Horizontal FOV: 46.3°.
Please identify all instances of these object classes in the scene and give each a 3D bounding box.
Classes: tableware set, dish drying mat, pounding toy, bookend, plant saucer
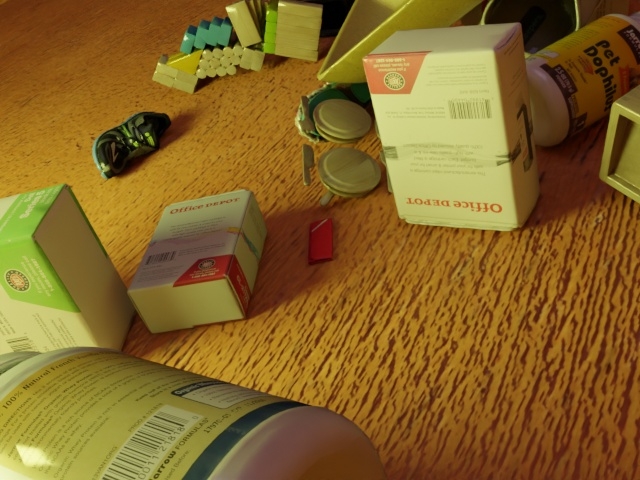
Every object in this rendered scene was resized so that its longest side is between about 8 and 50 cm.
[{"bbox_3d":[0.034,-0.127,1.054,0.128,0.039,0.194,4,48,-9],"label":"tableware set"},{"bbox_3d":[0.000,0.000,0.947,0.032,0.008,0.083,-12,35,10],"label":"dish drying mat"},{"bbox_3d":[0.374,-0.097,0.806,0.100,0.141,0.130,-32,51,-18],"label":"pounding toy"},{"bbox_3d":[-0.003,-0.496,1.504,0.156,0.157,0.072,5,41,31],"label":"bookend"},{"bbox_3d":[0.167,-0.389,1.143,0.332,0.081,0.333,-33,24,38],"label":"plant saucer"}]

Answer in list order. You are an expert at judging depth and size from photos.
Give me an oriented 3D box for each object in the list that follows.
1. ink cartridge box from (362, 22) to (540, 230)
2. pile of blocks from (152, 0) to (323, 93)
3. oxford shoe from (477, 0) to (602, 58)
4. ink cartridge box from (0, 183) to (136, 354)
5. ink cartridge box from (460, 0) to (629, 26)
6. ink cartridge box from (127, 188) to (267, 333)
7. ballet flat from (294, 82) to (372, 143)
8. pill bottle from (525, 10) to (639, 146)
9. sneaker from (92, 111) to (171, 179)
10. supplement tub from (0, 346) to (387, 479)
[{"bbox_3d":[0.156,-0.127,0.859,0.158,0.218,0.092,6,37,33],"label":"ink cartridge box"},{"bbox_3d":[-0.161,-0.403,1.461,0.362,0.149,0.113,-12,35,12],"label":"pile of blocks"},{"bbox_3d":[0.358,-0.406,1.064,0.169,0.130,0.449,32,85,7],"label":"oxford shoe"},{"bbox_3d":[-0.389,0.066,0.879,0.272,0.198,0.115,-10,35,13],"label":"ink cartridge box"},{"bbox_3d":[0.358,-0.402,1.221,0.237,0.100,0.172,-10,34,1],"label":"ink cartridge box"},{"bbox_3d":[-0.145,0.023,0.930,0.127,0.072,0.175,-10,35,15],"label":"ink cartridge box"},{"bbox_3d":[0.028,-0.214,1.185,0.077,0.091,0.241,-27,14,50],"label":"ballet flat"},{"bbox_3d":[0.352,-0.217,0.976,0.215,0.117,0.117,-30,36,-14],"label":"pill bottle"},{"bbox_3d":[-0.325,-0.174,1.297,0.078,0.067,0.188,-4,34,32],"label":"sneaker"},{"bbox_3d":[-0.133,0.202,0.537,0.316,0.228,0.228,8,43,34],"label":"supplement tub"}]
